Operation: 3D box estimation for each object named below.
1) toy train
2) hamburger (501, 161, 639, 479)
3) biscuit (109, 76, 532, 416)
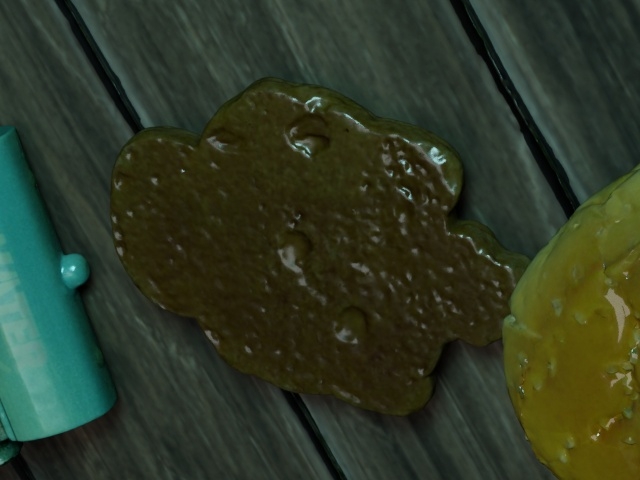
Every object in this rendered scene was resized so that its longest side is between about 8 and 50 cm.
[{"bbox_3d":[-0.232,0.036,1.307,0.159,0.101,0.248,-14,107,15],"label":"toy train"},{"bbox_3d":[0.230,0.048,1.020,0.244,0.163,0.244,14,117,30],"label":"hamburger"},{"bbox_3d":[0.000,0.000,1.195,0.290,0.041,0.208,14,119,20],"label":"biscuit"}]
